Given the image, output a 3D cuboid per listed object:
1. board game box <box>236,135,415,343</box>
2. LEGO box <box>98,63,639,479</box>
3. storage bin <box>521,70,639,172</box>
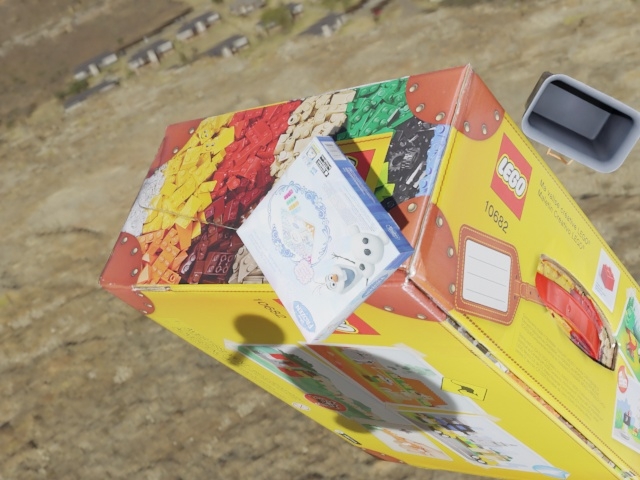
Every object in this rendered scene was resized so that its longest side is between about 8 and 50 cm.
[{"bbox_3d":[0.000,0.000,0.531,0.020,0.090,0.090,-7,-33,-51],"label":"board game box"},{"bbox_3d":[0.094,0.076,0.903,0.373,0.500,0.193,-3,58,41],"label":"LEGO box"},{"bbox_3d":[0.313,-0.150,1.089,0.135,0.098,0.091,25,23,-5],"label":"storage bin"}]
